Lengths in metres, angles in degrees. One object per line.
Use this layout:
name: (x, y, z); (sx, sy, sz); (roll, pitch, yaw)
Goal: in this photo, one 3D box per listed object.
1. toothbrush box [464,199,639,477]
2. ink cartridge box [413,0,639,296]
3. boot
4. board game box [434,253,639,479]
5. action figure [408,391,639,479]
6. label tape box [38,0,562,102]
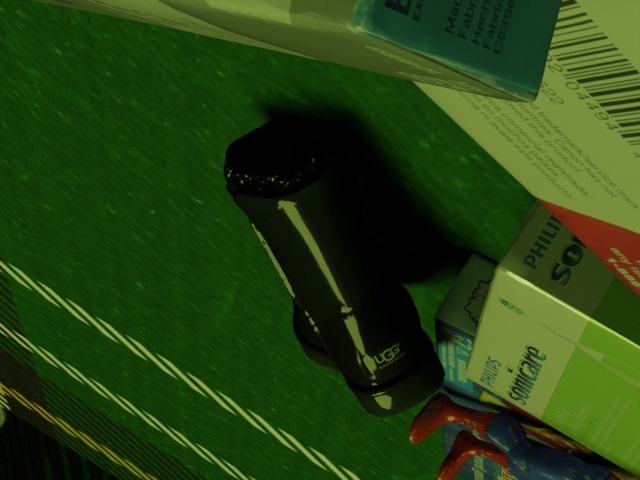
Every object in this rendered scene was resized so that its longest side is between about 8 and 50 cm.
toothbrush box: (0.243, 0.076, 1.034); (0.283, 0.122, 0.206); (29, 161, 11)
ink cartridge box: (0.232, -0.083, 0.628); (0.279, 0.160, 0.385); (42, 159, -23)
boot: (0.000, 0.000, 1.283); (0.207, 0.094, 0.246); (64, 176, -20)
board game box: (0.243, 0.171, 1.332); (0.318, 0.066, 0.318); (26, 158, 19)
action figure: (0.176, 0.210, 1.240); (0.280, 0.139, 0.091); (11, 149, 41)
label tape box: (-0.055, -0.208, 0.628); (0.348, 0.249, 0.115); (17, -177, 36)
